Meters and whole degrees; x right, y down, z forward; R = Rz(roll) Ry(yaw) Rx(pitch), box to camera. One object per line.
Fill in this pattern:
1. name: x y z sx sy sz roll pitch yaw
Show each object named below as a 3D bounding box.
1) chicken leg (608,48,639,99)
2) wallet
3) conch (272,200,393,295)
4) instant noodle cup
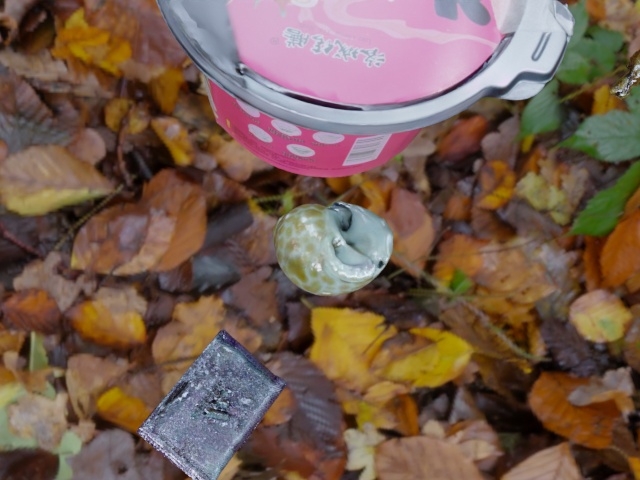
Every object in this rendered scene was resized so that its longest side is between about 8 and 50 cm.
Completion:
1. chicken leg: 0.458 -0.263 1.246 0.070 0.093 0.178 34 103 -29
2. wallet: -0.128 0.200 1.103 0.111 0.030 0.166 42 61 -5
3. conch: 0.007 0.012 1.125 0.172 0.106 0.116 4 66 15
4. instant noodle cup: 0.008 -0.157 0.671 0.302 0.181 0.258 38 69 6
